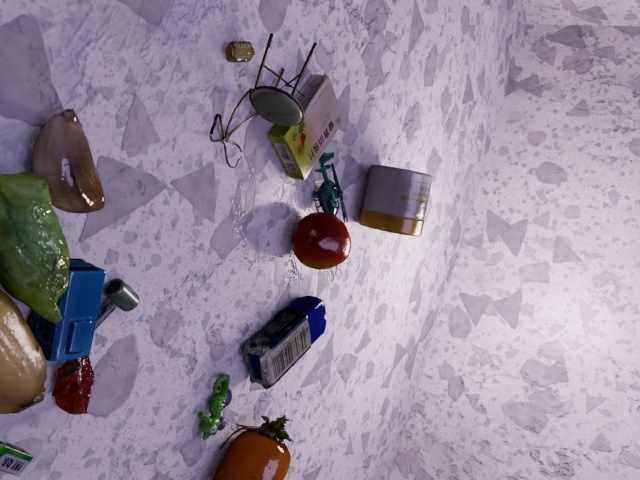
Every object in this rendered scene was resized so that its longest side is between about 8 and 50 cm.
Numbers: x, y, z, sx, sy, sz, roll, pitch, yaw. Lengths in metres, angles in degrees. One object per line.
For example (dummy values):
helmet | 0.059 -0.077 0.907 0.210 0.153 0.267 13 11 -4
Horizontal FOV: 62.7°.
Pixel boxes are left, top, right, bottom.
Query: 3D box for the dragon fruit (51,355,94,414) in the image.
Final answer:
dragon fruit | -0.504 0.278 1.053 0.097 0.063 0.131 -100 -169 -51

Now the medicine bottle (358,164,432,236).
medicine bottle | 0.278 -0.148 1.941 0.238 0.238 0.232 1 103 -59

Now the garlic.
garlic | -0.451 -0.124 0.924 0.101 0.087 0.195 -53 142 -55

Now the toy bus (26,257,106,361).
toy bus | -0.473 0.132 0.977 0.090 0.106 0.184 3 101 -61

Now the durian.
durian | -0.487 0.013 0.869 0.101 0.139 0.250 -15 115 -49

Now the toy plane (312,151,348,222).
toy plane | 0.025 -0.164 1.670 0.060 0.096 0.235 -32 112 -52

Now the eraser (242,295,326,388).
eraser | -0.106 0.307 1.659 0.332 0.102 0.155 -40 133 -46

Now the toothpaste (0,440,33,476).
toothpaste | -0.601 0.377 0.946 0.043 0.037 0.178 -60 146 -25

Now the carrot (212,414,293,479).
carrot | -0.202 0.677 1.583 0.331 0.214 0.193 -56 162 -23

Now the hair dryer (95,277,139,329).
hair dryer | -0.449 0.154 1.092 0.150 0.047 0.071 -52 144 -22

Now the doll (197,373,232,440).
doll | -0.294 0.466 1.476 0.115 0.050 0.190 32 74 -65

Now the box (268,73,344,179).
box | -0.034 -0.329 1.526 0.260 0.062 0.175 -59 146 -25

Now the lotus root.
lotus root | -0.547 0.171 0.850 0.146 0.131 0.303 -73 158 -51

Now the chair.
chair | -0.118 -0.332 1.296 0.160 0.170 0.325 68 41 -64

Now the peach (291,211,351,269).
peach | 0.000 0.000 1.613 0.197 0.197 0.197 -31 129 -49

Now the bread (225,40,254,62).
bread | -0.191 -0.447 1.243 0.088 0.034 0.049 -35 136 -51
